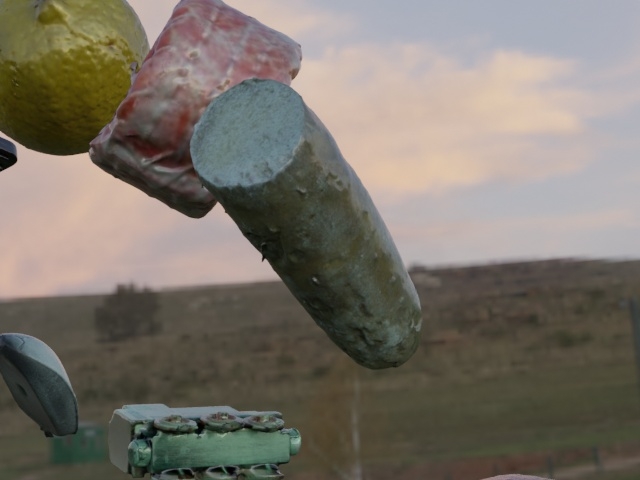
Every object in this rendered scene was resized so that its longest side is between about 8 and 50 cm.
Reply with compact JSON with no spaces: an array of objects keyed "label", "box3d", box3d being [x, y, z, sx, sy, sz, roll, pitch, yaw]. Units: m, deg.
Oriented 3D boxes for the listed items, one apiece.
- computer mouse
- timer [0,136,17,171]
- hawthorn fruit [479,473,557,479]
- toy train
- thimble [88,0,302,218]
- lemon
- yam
[{"label":"computer mouse","box3d":[-0.397,0.202,2.084,0.113,0.068,0.229,30,-29,30]},{"label":"timer","box3d":[-0.609,-0.138,2.419,0.187,0.055,0.144,-22,-27,26]},{"label":"hawthorn fruit","box3d":[0.168,0.309,1.182,0.300,0.254,0.254,-19,-2,-32]},{"label":"toy train","box3d":[-0.121,0.210,1.532,0.194,0.080,0.125,2,8,-31]},{"label":"thimble","box3d":[-0.141,-0.150,1.624,0.162,0.239,0.239,31,-19,-9]},{"label":"lemon","box3d":[-0.356,-0.242,2.012,0.267,0.267,0.267,-4,-11,-1]},{"label":"yam","box3d":[0.000,0.000,1.442,0.133,0.133,0.330,-12,-54,34]}]
